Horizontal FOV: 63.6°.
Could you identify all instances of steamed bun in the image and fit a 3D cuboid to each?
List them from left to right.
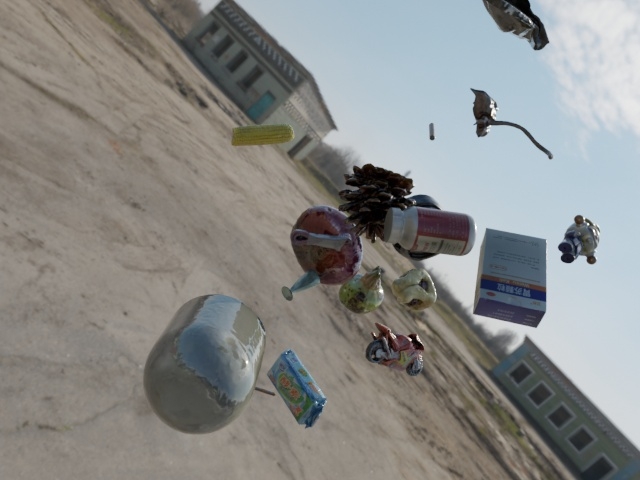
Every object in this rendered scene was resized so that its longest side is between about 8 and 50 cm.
[{"bbox_3d":[0.354,0.197,2.044,0.155,0.141,0.172,-1,60,-43],"label":"steamed bun"}]

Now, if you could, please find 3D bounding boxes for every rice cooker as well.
[{"bbox_3d":[0.415,-0.049,2.191,0.267,0.267,0.224,42,37,-46],"label":"rice cooker"}]

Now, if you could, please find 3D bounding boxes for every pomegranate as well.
[{"bbox_3d":[0.225,0.254,2.539,0.222,0.277,0.203,-19,86,-46],"label":"pomegranate"}]

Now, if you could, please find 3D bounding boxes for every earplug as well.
[{"bbox_3d":[-0.317,0.351,1.439,0.312,0.313,0.394,47,5,-10],"label":"earplug"}]

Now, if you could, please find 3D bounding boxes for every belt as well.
[{"bbox_3d":[0.000,0.000,1.954,0.232,0.071,0.053,6,9,-1],"label":"belt"}]

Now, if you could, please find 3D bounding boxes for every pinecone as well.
[{"bbox_3d":[0.177,-0.118,1.663,0.264,0.264,0.264,47,5,-6],"label":"pinecone"}]

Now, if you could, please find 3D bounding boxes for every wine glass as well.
[{"bbox_3d":[-0.078,0.175,2.044,0.155,0.073,0.073,-27,69,-39],"label":"wine glass"}]

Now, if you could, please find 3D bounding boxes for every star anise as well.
[{"bbox_3d":[0.499,-0.309,1.334,0.228,0.218,0.148,10,-29,27],"label":"star anise"}]

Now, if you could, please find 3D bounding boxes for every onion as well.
[{"bbox_3d":[0.049,0.011,2.170,0.285,0.347,0.347,-26,69,-42],"label":"onion"}]

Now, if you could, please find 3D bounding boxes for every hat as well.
[{"bbox_3d":[0.433,-0.667,1.292,0.257,0.382,0.366,-178,-96,-65],"label":"hat"}]

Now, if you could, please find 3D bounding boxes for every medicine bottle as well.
[{"bbox_3d":[0.321,-0.029,1.524,0.250,0.131,0.131,7,12,-7],"label":"medicine bottle"}]

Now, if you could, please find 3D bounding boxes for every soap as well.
[{"bbox_3d":[-0.090,0.553,1.943,0.077,0.156,0.293,-11,53,-45],"label":"soap"}]

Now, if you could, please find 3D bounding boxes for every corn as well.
[{"bbox_3d":[-0.226,-0.411,2.005,0.081,0.249,0.081,172,-90,-71],"label":"corn"}]

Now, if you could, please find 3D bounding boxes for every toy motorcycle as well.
[{"bbox_3d":[0.301,0.428,2.014,0.298,0.171,0.089,25,-2,-30],"label":"toy motorcycle"}]

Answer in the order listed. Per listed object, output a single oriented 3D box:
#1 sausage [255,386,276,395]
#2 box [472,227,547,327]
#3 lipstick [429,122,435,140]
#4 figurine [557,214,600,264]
[{"bbox_3d":[-0.219,0.597,2.040,0.100,0.015,0.015,12,-9,21],"label":"sausage"},{"bbox_3d":[0.612,0.113,1.662,0.200,0.299,0.106,12,-39,11],"label":"box"},{"bbox_3d":[0.357,-0.349,1.650,0.019,0.019,0.094,46,33,-22],"label":"lipstick"},{"bbox_3d":[1.005,0.020,2.015,0.133,0.274,0.193,-16,-63,49],"label":"figurine"}]
